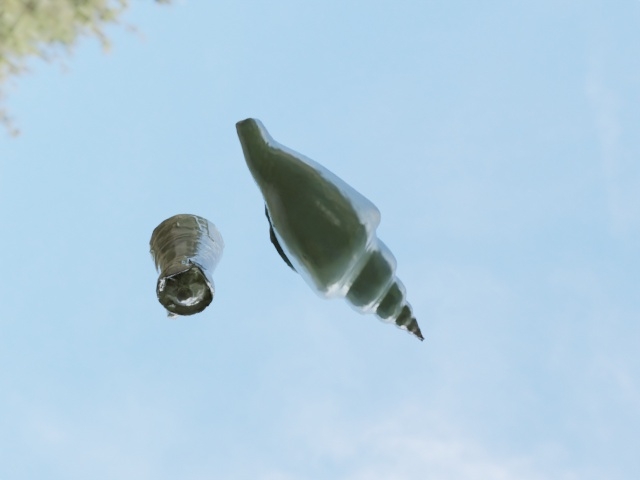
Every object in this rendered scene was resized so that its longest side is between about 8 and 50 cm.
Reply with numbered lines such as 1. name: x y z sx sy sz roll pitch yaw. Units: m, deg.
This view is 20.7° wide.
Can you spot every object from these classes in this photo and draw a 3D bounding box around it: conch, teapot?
1. conch: 0.006 -0.005 1.109 0.065 0.180 0.088 -39 -179 -4
2. teapot: -0.101 0.025 1.298 0.083 0.057 0.067 -98 -153 -65
